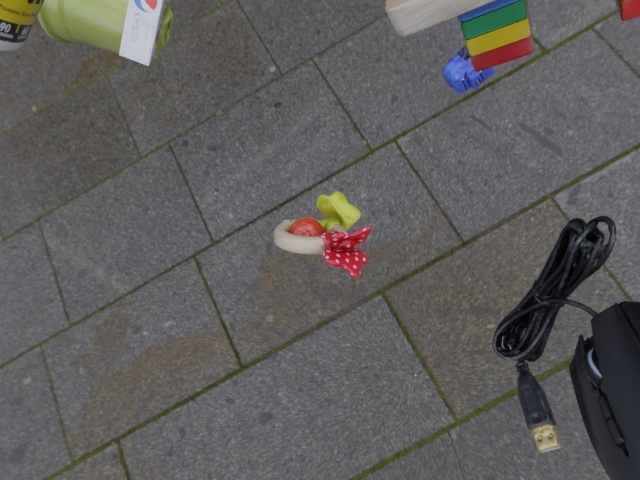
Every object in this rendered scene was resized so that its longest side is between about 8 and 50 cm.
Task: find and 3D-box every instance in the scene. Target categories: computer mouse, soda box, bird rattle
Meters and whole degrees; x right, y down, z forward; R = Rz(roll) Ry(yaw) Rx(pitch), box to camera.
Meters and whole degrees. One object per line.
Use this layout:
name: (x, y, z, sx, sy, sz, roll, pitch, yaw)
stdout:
computer mouse: (0.191, 0.125, 0.309, 0.060, 0.184, 0.262, 0, 45, -11)
soda box: (-0.417, -0.539, 1.068, 0.073, 0.069, 0.216, 16, 119, -18)
bird rattle: (0.000, 0.000, 0.984, 0.206, 0.254, 0.143, 0, 117, 1)

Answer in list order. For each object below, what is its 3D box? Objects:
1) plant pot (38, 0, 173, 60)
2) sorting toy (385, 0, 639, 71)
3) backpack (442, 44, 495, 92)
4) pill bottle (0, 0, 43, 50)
plant pot: (-0.556, -0.618, 1.213, 0.253, 0.276, 0.276, 25, 80, -2)
sorting toy: (0.197, -0.259, 0.351, 0.257, 0.089, 0.256, -11, 50, 30)
backpack: (0.394, -0.458, 1.200, 0.120, 0.098, 0.101, -38, 57, 17)
pill bottle: (-0.323, -0.313, 0.447, 0.208, 0.119, 0.119, -49, 68, 21)
